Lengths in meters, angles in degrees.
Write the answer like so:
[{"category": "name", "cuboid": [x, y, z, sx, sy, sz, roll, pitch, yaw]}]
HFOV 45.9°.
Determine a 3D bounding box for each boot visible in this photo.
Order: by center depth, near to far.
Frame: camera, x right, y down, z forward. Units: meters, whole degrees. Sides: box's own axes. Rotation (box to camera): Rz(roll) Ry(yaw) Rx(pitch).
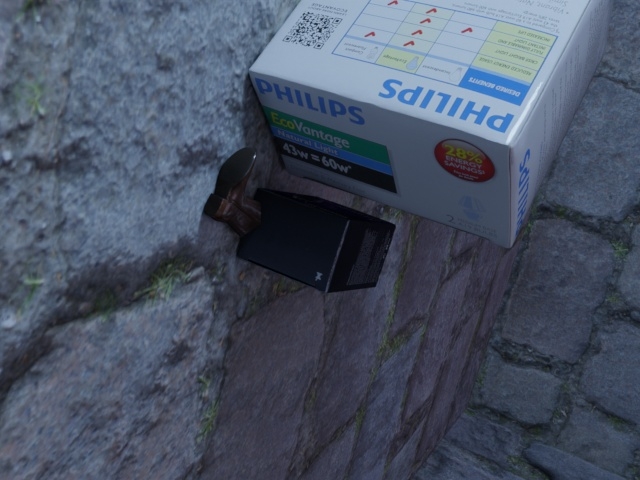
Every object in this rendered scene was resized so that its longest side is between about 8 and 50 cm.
[{"category": "boot", "cuboid": [-0.098, -0.061, 1.001, 0.106, 0.037, 0.114, -55, 154, 1]}]

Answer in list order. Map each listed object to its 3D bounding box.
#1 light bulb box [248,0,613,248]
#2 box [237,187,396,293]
[{"category": "light bulb box", "cuboid": [0.161, -0.236, 1.018, 0.361, 0.357, 0.225, -58, 153, -23]}, {"category": "box", "cuboid": [0.000, 0.000, 1.125, 0.207, 0.153, 0.108, 2, 108, -67]}]
